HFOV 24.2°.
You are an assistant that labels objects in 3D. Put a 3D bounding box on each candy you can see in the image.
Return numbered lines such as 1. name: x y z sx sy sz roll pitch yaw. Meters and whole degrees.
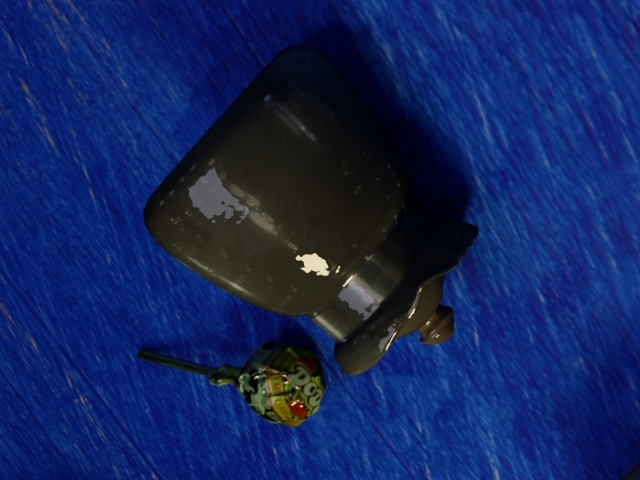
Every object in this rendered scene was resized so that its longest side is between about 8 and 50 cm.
1. candy: -0.112 0.141 1.660 0.305 0.083 0.091 8 128 46

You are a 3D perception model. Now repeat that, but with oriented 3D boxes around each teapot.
1. teapot: -0.008 0.011 1.361 0.285 0.223 0.305 41 136 -4

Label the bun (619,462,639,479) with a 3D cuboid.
1. bun: 0.368 0.329 1.276 0.326 0.234 0.362 36 131 20
